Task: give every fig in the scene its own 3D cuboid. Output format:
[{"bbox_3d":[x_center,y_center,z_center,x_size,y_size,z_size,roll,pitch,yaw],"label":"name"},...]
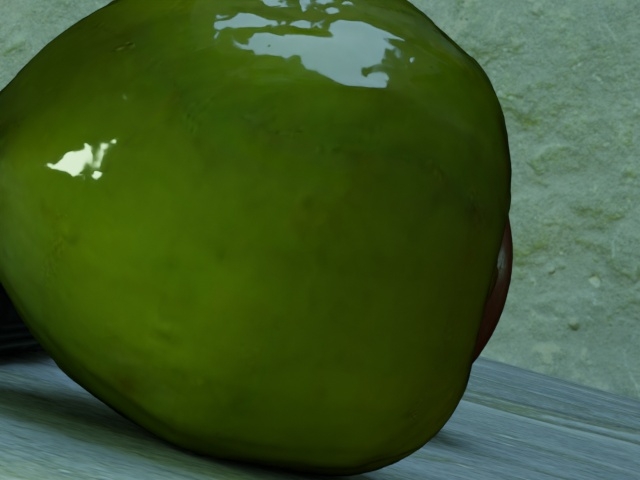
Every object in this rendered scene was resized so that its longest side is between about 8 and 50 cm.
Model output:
[{"bbox_3d":[-0.051,-0.016,1.216,0.343,0.343,0.343,15,0,0],"label":"fig"}]

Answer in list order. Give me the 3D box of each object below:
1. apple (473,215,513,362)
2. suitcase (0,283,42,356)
[{"bbox_3d":[0.000,0.000,1.721,0.348,0.277,0.348,19,-5,2],"label":"apple"},{"bbox_3d":[-0.285,0.007,1.450,0.202,0.128,0.312,15,0,8],"label":"suitcase"}]
